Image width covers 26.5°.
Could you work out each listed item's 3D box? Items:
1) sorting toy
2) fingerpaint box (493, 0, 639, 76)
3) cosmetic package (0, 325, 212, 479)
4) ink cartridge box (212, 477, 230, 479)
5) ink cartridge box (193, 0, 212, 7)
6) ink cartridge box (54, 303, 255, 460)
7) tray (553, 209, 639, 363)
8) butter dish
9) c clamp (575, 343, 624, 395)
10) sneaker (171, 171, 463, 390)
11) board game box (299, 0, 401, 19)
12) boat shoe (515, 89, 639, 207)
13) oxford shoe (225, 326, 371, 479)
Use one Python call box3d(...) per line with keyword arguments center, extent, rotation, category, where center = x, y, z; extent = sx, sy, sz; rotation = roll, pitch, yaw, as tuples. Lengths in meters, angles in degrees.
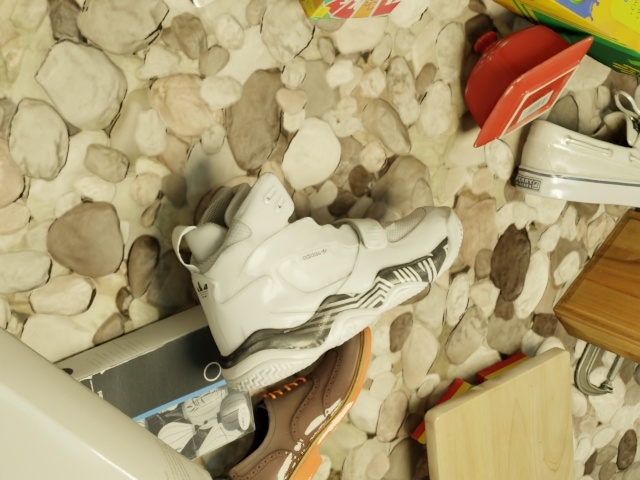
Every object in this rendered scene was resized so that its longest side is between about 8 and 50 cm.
box3d(center=(0.238, 0.300, 1.930), extent=(0.255, 0.089, 0.257), rotation=(-21, 118, -32), category="sorting toy")
box3d(center=(0.415, -0.470, 1.765), extent=(0.371, 0.163, 0.445), rotation=(18, 93, -42), category="fingerpaint box")
box3d(center=(-0.271, 0.230, 1.358), extent=(0.365, 0.197, 0.155), rotation=(39, 93, -22), category="cosmetic package")
box3d(center=(-0.086, 0.357, 1.708), extent=(0.180, 0.060, 0.104), rotation=(7, 100, -40), category="ink cartridge box")
box3d(center=(-0.106, -0.356, 1.450), extent=(0.115, 0.067, 0.198), rotation=(-34, 124, -26), category="ink cartridge box")
box3d(center=(-0.232, 0.201, 1.540), extent=(0.332, 0.065, 0.165), rotation=(-22, 118, -31), category="ink cartridge box")
box3d(center=(0.543, 0.098, 1.893), extent=(0.203, 0.411, 0.076), rotation=(-50, 128, -14), category="tray")
box3d(center=(0.246, -0.220, 1.752), extent=(0.160, 0.118, 0.160), rotation=(-32, 162, -28), category="butter dish")
box3d(center=(0.458, 0.176, 2.109), extent=(0.137, 0.022, 0.161), rotation=(37, 80, -40), category="c clamp")
box3d(center=(0.000, 0.000, 1.568), extent=(0.366, 0.137, 0.210), rotation=(-33, 100, -29), category="sneaker")
box3d(center=(0.092, -0.330, 1.492), extent=(0.124, 0.039, 0.259), rotation=(-10, 156, -39), category="board game box")
box3d(center=(0.436, -0.133, 1.929), extent=(0.367, 0.136, 0.156), rotation=(3, 100, -29), category="boat shoe")
box3d(center=(-0.021, 0.203, 1.684), extent=(0.098, 0.097, 0.271), rotation=(33, 61, -7), category="oxford shoe")
